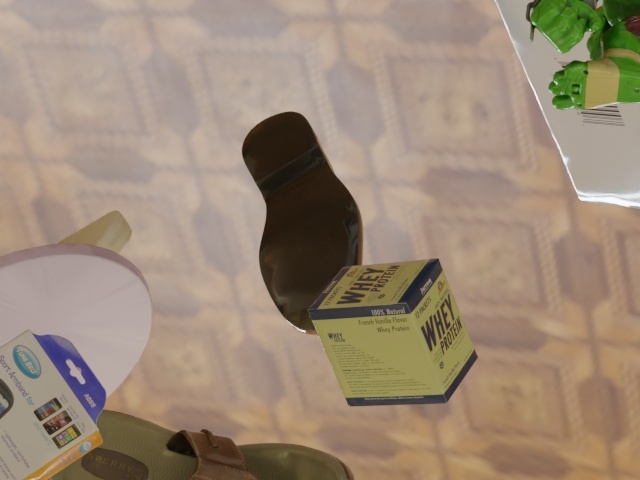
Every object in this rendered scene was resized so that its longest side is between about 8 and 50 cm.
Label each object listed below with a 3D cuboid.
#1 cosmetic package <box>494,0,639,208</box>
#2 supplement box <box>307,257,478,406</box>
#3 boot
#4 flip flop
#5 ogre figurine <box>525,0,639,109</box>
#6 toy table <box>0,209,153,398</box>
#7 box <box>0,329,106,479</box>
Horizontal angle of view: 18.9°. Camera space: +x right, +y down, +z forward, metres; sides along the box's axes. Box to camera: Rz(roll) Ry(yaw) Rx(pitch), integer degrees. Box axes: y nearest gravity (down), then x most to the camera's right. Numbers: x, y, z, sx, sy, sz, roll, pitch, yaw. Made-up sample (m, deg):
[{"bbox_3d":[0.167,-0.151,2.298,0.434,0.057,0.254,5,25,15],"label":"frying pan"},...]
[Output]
[{"bbox_3d":[0.276,-0.176,1.474,0.138,0.224,0.224,9,134,50],"label":"cosmetic package"},{"bbox_3d":[0.050,0.064,1.325,0.083,0.056,0.083,-6,119,35],"label":"supplement box"},{"bbox_3d":[0.000,0.000,1.952,0.112,0.305,0.115,-24,131,9],"label":"boot"},{"bbox_3d":[-0.103,0.186,1.487,0.277,0.112,0.080,13,163,28],"label":"flip flop"},{"bbox_3d":[0.207,-0.120,1.180,0.197,0.118,0.097,19,142,-13],"label":"ogre figurine"},{"bbox_3d":[-0.290,0.074,1.793,0.274,0.161,0.252,-19,116,-1],"label":"toy table"},{"bbox_3d":[-0.195,0.115,1.148,0.081,0.136,0.028,52,164,20],"label":"box"}]
